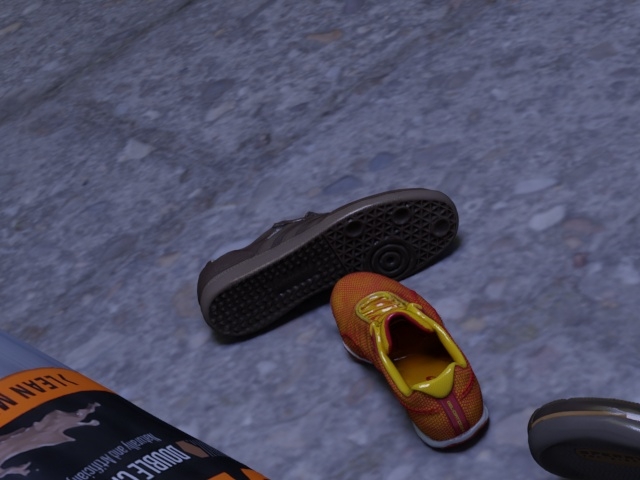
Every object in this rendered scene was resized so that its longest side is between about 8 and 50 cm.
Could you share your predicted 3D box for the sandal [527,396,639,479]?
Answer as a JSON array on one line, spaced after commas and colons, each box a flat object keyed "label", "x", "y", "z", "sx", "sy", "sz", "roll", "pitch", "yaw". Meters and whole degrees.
[{"label": "sandal", "x": 0.199, "y": 0.119, "z": 0.682, "sx": 0.219, "sy": 0.090, "sz": 0.060, "roll": 3, "pitch": 57, "yaw": 30}]

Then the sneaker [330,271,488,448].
[{"label": "sneaker", "x": 0.052, "y": 0.056, "z": 0.869, "sx": 0.064, "sy": 0.067, "sz": 0.175, "roll": -30, "pitch": 32, "yaw": -10}]

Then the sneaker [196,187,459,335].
[{"label": "sneaker", "x": 0.000, "y": 0.000, "z": 0.978, "sx": 0.188, "sy": 0.066, "sz": 0.071, "roll": -21, "pitch": 32, "yaw": -1}]

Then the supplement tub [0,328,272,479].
[{"label": "supplement tub", "x": -0.046, "y": 0.170, "z": 0.407, "sx": 0.338, "sy": 0.207, "sz": 0.207, "roll": 26, "pitch": 51, "yaw": 18}]
